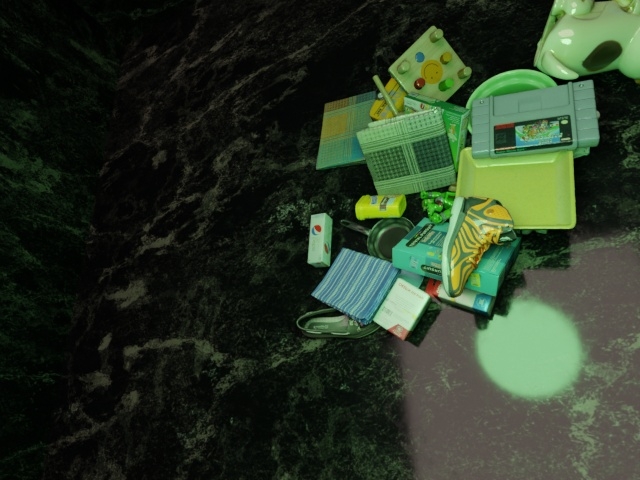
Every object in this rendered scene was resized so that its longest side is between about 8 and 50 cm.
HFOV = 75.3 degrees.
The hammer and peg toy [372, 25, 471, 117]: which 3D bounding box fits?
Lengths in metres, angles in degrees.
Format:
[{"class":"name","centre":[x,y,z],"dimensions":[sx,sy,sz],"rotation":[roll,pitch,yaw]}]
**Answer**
[{"class":"hammer and peg toy","centre":[0.392,-0.632,1.637],"dimensions":[0.361,0.266,0.127],"rotation":[-44,13,-3]}]

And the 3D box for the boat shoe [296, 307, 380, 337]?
[{"class":"boat shoe","centre":[0.067,0.305,1.545],"dimensions":[0.336,0.095,0.112],"rotation":[-13,61,24]}]

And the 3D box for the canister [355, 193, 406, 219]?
[{"class":"canister","centre":[0.238,-0.133,1.624],"dimensions":[0.170,0.073,0.126],"rotation":[-1,28,27]}]

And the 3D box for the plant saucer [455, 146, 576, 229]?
[{"class":"plant saucer","centre":[0.609,-0.159,1.318],"dimensions":[0.333,0.081,0.332],"rotation":[1,60,27]}]

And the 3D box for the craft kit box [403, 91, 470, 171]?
[{"class":"craft kit box","centre":[0.424,-0.404,1.557],"dimensions":[0.061,0.246,0.250],"rotation":[-40,51,-22]}]

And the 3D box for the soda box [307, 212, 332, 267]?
[{"class":"soda box","centre":[0.000,0.000,1.724],"dimensions":[0.069,0.074,0.216],"rotation":[-7,67,27]}]

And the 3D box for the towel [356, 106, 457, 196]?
[{"class":"towel","centre":[0.325,-0.320,1.566],"dimensions":[0.325,0.312,0.056],"rotation":[-9,33,26]}]

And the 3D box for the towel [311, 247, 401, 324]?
[{"class":"towel","centre":[0.123,0.154,1.537],"dimensions":[0.336,0.040,0.243],"rotation":[17,70,53]}]

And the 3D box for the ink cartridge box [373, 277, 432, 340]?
[{"class":"ink cartridge box","centre":[0.284,0.237,1.426],"dimensions":[0.128,0.072,0.175],"rotation":[31,89,28]}]

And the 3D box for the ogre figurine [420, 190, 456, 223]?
[{"class":"ogre figurine","centre":[0.440,-0.128,1.504],"dimensions":[0.118,0.197,0.096],"rotation":[-7,105,4]}]

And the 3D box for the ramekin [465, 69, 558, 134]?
[{"class":"ramekin","centre":[0.682,-0.434,1.477],"dimensions":[0.304,0.148,0.303],"rotation":[-11,65,25]}]

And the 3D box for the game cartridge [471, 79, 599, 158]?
[{"class":"game cartridge","centre":[0.672,-0.380,1.326],"dimensions":[0.355,0.068,0.230],"rotation":[-2,62,26]}]

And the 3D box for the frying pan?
[{"class":"frying pan","centre":[0.218,0.004,1.615],"dimensions":[0.326,0.053,0.197],"rotation":[-4,67,30]}]

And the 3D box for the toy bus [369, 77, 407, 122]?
[{"class":"toy bus","centre":[0.345,-0.628,1.771],"dimensions":[0.130,0.108,0.332],"rotation":[36,90,35]}]

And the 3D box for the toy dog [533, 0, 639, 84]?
[{"class":"toy dog","centre":[0.940,-0.652,1.328],"dimensions":[0.408,0.284,0.395],"rotation":[15,48,17]}]

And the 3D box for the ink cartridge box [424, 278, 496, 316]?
[{"class":"ink cartridge box","centre":[0.469,0.150,1.397],"dimensions":[0.231,0.078,0.134],"rotation":[16,78,34]}]

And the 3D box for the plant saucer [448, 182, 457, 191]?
[{"class":"plant saucer","centre":[0.512,-0.198,1.522],"dimensions":[0.084,0.083,0.015],"rotation":[1,113,30]}]

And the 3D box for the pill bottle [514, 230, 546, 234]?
[{"class":"pill bottle","centre":[0.652,-0.079,1.369],"dimensions":[0.187,0.112,0.111],"rotation":[13,77,32]}]

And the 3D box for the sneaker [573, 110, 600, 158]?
[{"class":"sneaker","centre":[0.867,-0.330,1.386],"dimensions":[0.094,0.080,0.212],"rotation":[44,101,23]}]

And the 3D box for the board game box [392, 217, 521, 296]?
[{"class":"board game box","centre":[0.447,0.040,1.368],"dimensions":[0.336,0.079,0.254],"rotation":[16,36,34]}]

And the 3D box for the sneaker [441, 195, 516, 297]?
[{"class":"sneaker","centre":[0.451,0.013,1.169],"dimensions":[0.180,0.124,0.320],"rotation":[5,70,29]}]

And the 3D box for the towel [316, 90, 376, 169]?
[{"class":"towel","centre":[0.123,-0.496,1.886],"dimensions":[0.272,0.040,0.369],"rotation":[-5,66,27]}]

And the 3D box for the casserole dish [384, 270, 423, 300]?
[{"class":"casserole dish","centre":[0.302,0.165,1.510],"dimensions":[0.114,0.037,0.188],"rotation":[30,87,34]}]
